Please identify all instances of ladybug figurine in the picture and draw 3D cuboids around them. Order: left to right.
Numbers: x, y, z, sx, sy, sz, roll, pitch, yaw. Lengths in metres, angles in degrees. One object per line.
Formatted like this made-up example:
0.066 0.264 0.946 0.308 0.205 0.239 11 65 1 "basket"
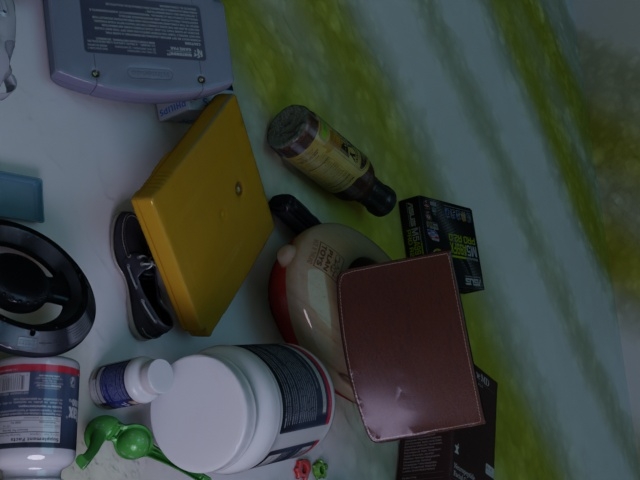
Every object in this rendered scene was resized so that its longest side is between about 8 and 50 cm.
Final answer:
0.046 0.148 1.717 0.449 0.162 0.305 48 45 -33 "ladybug figurine"

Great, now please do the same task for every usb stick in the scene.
0.000 0.000 1.793 0.278 0.077 0.045 43 67 -37 "usb stick"

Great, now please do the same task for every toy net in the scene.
-0.040 0.447 1.585 0.232 0.045 0.122 9 70 -53 "toy net"

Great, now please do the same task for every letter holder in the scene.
0.152 0.185 1.607 0.152 0.214 0.302 28 50 -85 "letter holder"

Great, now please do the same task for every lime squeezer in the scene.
-0.265 0.292 1.285 0.310 0.110 0.059 38 72 -59 "lime squeezer"

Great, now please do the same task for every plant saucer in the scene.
-0.460 -0.066 1.229 0.192 0.018 0.067 11 68 -53 "plant saucer"

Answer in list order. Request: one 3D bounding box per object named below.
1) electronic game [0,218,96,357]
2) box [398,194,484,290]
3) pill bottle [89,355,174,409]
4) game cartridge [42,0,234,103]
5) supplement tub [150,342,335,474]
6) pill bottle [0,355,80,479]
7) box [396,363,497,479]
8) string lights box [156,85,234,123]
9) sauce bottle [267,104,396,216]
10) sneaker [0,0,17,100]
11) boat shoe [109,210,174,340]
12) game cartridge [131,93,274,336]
-0.397 0.057 1.176 0.229 0.048 0.229 31 28 -19 "electronic game"
0.299 0.015 2.213 0.270 0.060 0.216 10 69 -52 "box"
-0.268 0.202 1.298 0.067 0.120 0.067 25 57 -47 "pill bottle"
-0.288 -0.318 1.452 0.297 0.062 0.198 -2 82 -30 "game cartridge"
-0.113 0.255 1.402 0.272 0.191 0.191 11 68 -62 "supplement tub"
-0.365 0.243 1.159 0.108 0.108 0.180 20 62 -49 "pill bottle"
0.274 0.450 1.941 0.191 0.143 0.381 39 46 -39 "box"
-0.238 -0.339 1.591 0.133 0.076 0.260 -7 83 -55 "string lights box"
0.035 -0.153 1.873 0.344 0.111 0.111 34 51 -45 "sauce bottle"
-0.524 -0.308 1.140 0.210 0.137 0.366 -48 121 -52 "sneaker"
-0.269 0.049 1.405 0.075 0.065 0.206 -5 81 -55 "boat shoe"
-0.182 -0.042 1.495 0.324 0.052 0.285 -61 145 -48 "game cartridge"
